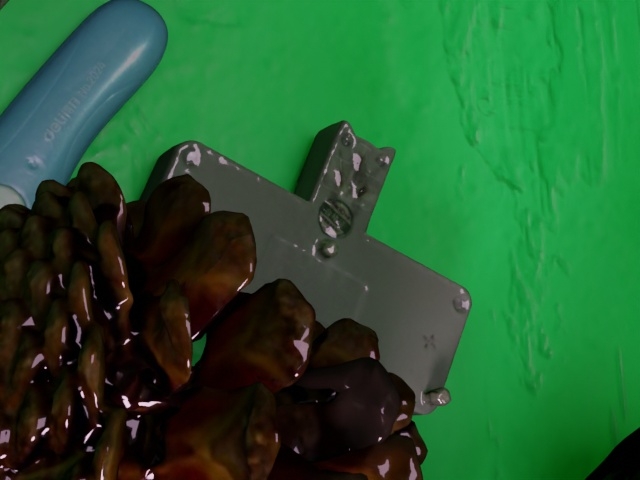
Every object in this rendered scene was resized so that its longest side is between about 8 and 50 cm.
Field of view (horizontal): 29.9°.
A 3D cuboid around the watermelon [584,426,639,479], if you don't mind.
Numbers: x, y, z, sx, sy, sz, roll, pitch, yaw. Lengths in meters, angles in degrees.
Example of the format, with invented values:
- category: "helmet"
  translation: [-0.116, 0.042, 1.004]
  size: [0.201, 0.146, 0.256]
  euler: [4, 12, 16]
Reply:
- category: "watermelon"
  translation: [0.270, 0.261, 0.665]
  size: [0.363, 0.363, 0.363]
  euler: [5, 79, -27]

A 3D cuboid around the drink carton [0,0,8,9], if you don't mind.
- category: "drink carton"
  translation: [-0.199, -0.230, 0.614]
  size: [0.194, 0.132, 0.324]
  euler: [40, 67, -15]

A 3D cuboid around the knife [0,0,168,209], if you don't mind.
- category: "knife"
  translation: [-0.151, -0.050, 0.666]
  size: [0.064, 0.031, 0.222]
  euler: [36, 63, -14]

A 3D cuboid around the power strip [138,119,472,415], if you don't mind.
- category: "power strip"
  translation: [0.000, 0.000, 0.719]
  size: [0.216, 0.061, 0.145]
  euler: [28, 70, -22]

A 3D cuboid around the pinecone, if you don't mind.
- category: "pinecone"
  translation: [-0.066, 0.096, 0.571]
  size: [0.292, 0.246, 0.246]
  euler: [22, 71, -43]
